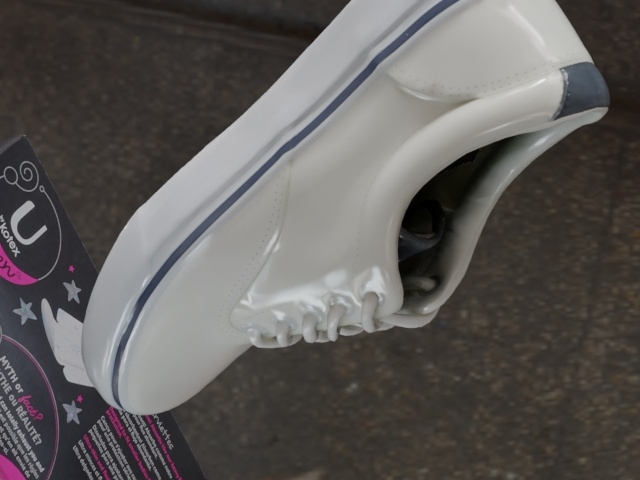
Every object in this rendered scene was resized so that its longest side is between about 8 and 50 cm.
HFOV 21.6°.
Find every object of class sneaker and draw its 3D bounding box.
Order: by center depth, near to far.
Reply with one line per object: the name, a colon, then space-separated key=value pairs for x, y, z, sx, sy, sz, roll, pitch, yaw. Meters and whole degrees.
sneaker: x=0.000 y=0.000 z=0.623 sx=0.258 sy=0.094 sz=0.091 roll=-48 pitch=65 yaw=33

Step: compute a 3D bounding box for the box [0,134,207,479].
box: x=-0.205 y=0.089 z=0.966 sx=0.163 sy=0.142 sz=0.247 roll=-12 pitch=112 yaw=34
